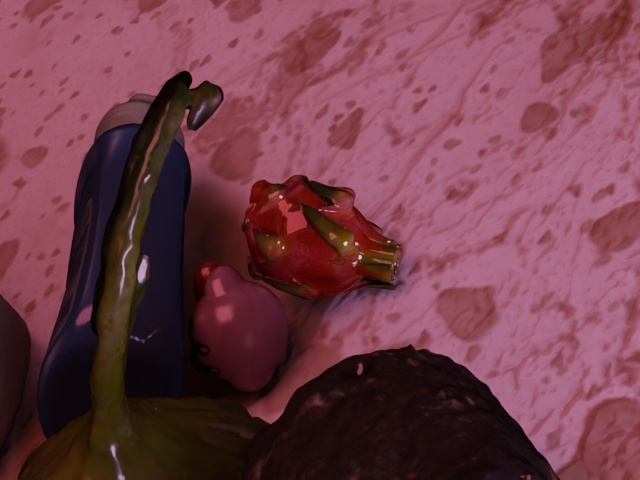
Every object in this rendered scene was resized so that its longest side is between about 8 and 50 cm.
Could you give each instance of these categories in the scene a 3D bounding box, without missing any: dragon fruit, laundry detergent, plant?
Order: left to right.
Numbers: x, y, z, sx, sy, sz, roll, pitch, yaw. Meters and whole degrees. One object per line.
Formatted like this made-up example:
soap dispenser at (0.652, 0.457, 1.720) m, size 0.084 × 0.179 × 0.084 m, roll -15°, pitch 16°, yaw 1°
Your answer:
plant at (-0.134, 0.104, 0.946) m, size 0.180 × 0.333 × 0.251 m, roll 5°, pitch 42°, yaw 27°
laundry detergent at (-0.135, 0.010, 1.225) m, size 0.094 × 0.143 × 0.290 m, roll 10°, pitch 42°, yaw -7°
dragon fruit at (0.002, 0.001, 1.151) m, size 0.116 × 0.086 × 0.081 m, roll 18°, pitch 87°, yaw 9°
plant at (0.064, 0.189, 0.803) m, size 0.181 × 0.194 × 0.321 m, roll -41°, pitch 33°, yaw 6°

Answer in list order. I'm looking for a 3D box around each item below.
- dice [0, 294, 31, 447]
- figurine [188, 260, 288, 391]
dice at (-0.414, 0.081, 1.245) m, size 0.304 × 0.304 × 0.277 m, roll -48°, pitch 36°, yaw -10°
figurine at (-0.055, 0.057, 1.145) m, size 0.067 × 0.083 × 0.071 m, roll -18°, pitch 19°, yaw -16°
